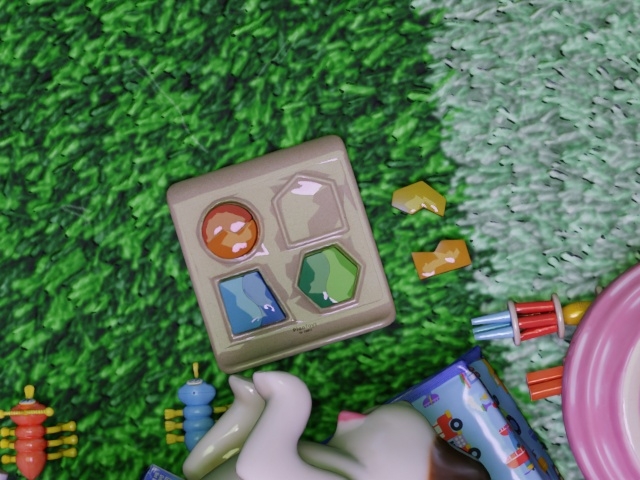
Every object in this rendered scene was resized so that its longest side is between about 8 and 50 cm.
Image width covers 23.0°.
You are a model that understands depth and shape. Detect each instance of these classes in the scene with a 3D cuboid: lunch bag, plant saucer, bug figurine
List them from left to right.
[{"bbox_3d":[-0.223,0.256,1.748,0.279,0.072,0.216,-8,85,3],"label":"bug figurine"},{"bbox_3d":[0.101,0.288,1.711,0.293,0.138,0.221,-33,85,13],"label":"lunch bag"},{"bbox_3d":[0.426,0.168,1.672,0.332,0.084,0.332,0,89,-7],"label":"plant saucer"}]

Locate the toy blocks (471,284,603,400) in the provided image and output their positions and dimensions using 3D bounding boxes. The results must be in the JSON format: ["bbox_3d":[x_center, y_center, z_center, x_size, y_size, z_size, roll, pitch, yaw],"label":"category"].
[{"bbox_3d":[0.247,0.121,1.734,0.148,0.054,0.123,-10,84,3],"label":"toy blocks"}]

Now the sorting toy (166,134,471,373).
[{"bbox_3d":[0.000,0.000,1.767,0.307,0.041,0.229,-17,85,3],"label":"sorting toy"}]

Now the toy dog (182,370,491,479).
[{"bbox_3d":[-0.016,0.303,1.485,0.408,0.284,0.395,-22,77,-22],"label":"toy dog"}]

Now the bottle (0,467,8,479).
[{"bbox_3d":[-0.426,0.379,1.741,0.118,0.092,0.282,21,87,7],"label":"bottle"}]

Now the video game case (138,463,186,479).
[{"bbox_3d":[-0.126,0.403,1.608,0.244,0.061,0.269,28,67,-6],"label":"video game case"}]
